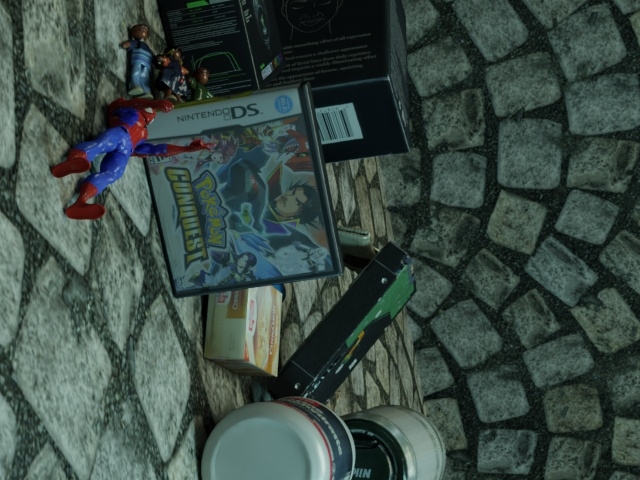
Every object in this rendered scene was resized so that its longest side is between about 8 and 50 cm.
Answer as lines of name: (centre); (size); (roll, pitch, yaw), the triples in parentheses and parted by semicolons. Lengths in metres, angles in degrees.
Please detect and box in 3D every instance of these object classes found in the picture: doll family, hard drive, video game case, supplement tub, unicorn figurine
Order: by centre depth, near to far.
video game case: (-0.112, -0.067, 1.690); (0.035, 0.248, 0.275); (-59, 140, -73)
doll family: (-0.219, -0.237, 1.732); (0.193, 0.076, 0.111); (46, 42, -65)
supplement tub: (-0.055, 0.335, 1.832); (0.272, 0.191, 0.191); (20, 63, -76)
hard drive: (0.044, 0.172, 2.158); (0.339, 0.064, 0.237); (-50, 165, -9)
unicorn figurine: (0.027, 0.372, 2.537); (0.162, 0.060, 0.111); (-1, 93, -64)

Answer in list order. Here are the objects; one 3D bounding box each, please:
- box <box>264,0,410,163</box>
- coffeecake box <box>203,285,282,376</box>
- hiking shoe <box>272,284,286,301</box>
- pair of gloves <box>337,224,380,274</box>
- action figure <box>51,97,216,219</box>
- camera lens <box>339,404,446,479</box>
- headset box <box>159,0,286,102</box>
box: (0.009, -0.358, 2.342); (0.212, 0.293, 0.395); (68, 19, -50)
coffeecake box: (-0.120, 0.133, 1.920); (0.185, 0.068, 0.142); (46, 46, -70)
hiking shoe: (-0.092, -0.004, 2.023); (0.113, 0.132, 0.304); (-83, 161, -50)
pair of gloves: (0.000, 0.000, 2.196); (0.204, 0.240, 0.042); (59, 45, -62)
action figure: (-0.222, -0.120, 1.506); (0.280, 0.139, 0.091); (-78, 158, -65)
camera lens: (0.119, 0.445, 2.420); (0.274, 0.219, 0.219); (6, 76, -67)
headset box: (-0.164, -0.388, 1.944); (0.246, 0.131, 0.283); (-64, 144, -70)
